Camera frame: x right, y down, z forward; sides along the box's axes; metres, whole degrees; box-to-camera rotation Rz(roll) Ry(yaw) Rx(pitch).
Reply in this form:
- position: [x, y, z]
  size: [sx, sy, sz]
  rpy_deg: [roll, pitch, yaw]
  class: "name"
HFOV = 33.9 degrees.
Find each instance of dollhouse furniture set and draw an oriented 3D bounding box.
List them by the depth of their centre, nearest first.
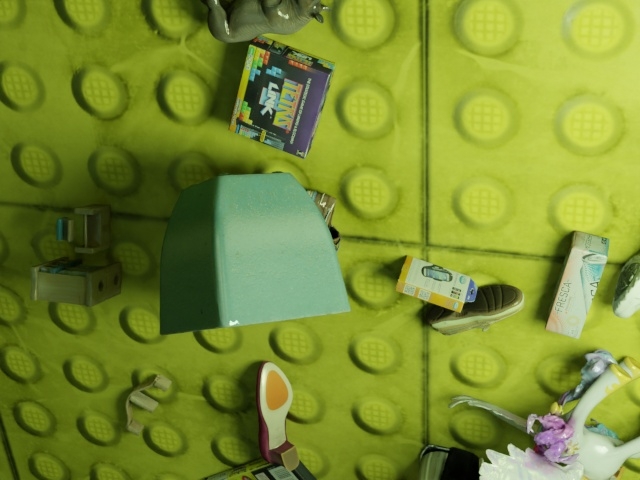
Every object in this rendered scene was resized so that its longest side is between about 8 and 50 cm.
- position: [-0.464, 0.019, 2.013]
  size: [0.129, 0.129, 0.183]
  rpy_deg: [5, 100, 15]
  class: "dollhouse furniture set"

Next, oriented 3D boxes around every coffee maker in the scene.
- position: [0.258, 0.498, 2.046]
  size: [0.171, 0.178, 0.120]
  rpy_deg: [-8, 121, 23]
  class: "coffee maker"

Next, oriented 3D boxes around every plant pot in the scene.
- position: [-0.126, 0.018, 1.777]
  size: [0.248, 0.247, 0.252]
  rpy_deg: [-12, 83, 57]
  class: "plant pot"

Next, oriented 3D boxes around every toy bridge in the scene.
- position: [-0.379, 0.343, 2.246]
  size: [0.063, 0.026, 0.188]
  rpy_deg: [32, 127, -3]
  class: "toy bridge"

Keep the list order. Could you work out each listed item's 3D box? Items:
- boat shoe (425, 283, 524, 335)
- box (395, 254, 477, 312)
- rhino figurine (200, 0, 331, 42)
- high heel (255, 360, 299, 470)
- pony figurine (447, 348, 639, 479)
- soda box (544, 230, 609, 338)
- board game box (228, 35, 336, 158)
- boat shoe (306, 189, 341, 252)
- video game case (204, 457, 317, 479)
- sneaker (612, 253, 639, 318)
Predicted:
- position: [0.284, 0.129, 1.867]
  size: [0.190, 0.068, 0.072]
  rpy_deg: [-14, 130, 37]
  class: "boat shoe"
- position: [0.205, 0.078, 1.839]
  size: [0.136, 0.081, 0.028]
  rpy_deg: [21, 127, 5]
  class: "box"
- position: [-0.076, -0.368, 1.635]
  size: [0.243, 0.073, 0.106]
  rpy_deg: [-5, 117, 20]
  class: "rhino figurine"
- position: [-0.107, 0.349, 2.149]
  size: [0.117, 0.082, 0.244]
  rpy_deg: [15, 126, 54]
  class: "high heel"
- position: [0.440, 0.362, 1.867]
  size: [0.351, 0.303, 0.363]
  rpy_deg: [33, 112, -16]
  class: "pony figurine"
- position: [0.433, 0.077, 1.778]
  size: [0.063, 0.058, 0.183]
  rpy_deg: [15, 127, 9]
  class: "soda box"
- position: [-0.065, -0.235, 1.737]
  size: [0.141, 0.048, 0.170]
  rpy_deg: [21, 127, 5]
  class: "board game box"
- position: [0.000, 0.000, 1.863]
  size: [0.066, 0.066, 0.183]
  rpy_deg: [8, 125, 11]
  class: "boat shoe"
- position: [-0.086, 0.591, 2.314]
  size: [0.248, 0.035, 0.275]
  rpy_deg: [-26, 113, 30]
  class: "video game case"
- position: [0.566, 0.056, 1.704]
  size: [0.115, 0.090, 0.232]
  rpy_deg: [27, 128, -5]
  class: "sneaker"
